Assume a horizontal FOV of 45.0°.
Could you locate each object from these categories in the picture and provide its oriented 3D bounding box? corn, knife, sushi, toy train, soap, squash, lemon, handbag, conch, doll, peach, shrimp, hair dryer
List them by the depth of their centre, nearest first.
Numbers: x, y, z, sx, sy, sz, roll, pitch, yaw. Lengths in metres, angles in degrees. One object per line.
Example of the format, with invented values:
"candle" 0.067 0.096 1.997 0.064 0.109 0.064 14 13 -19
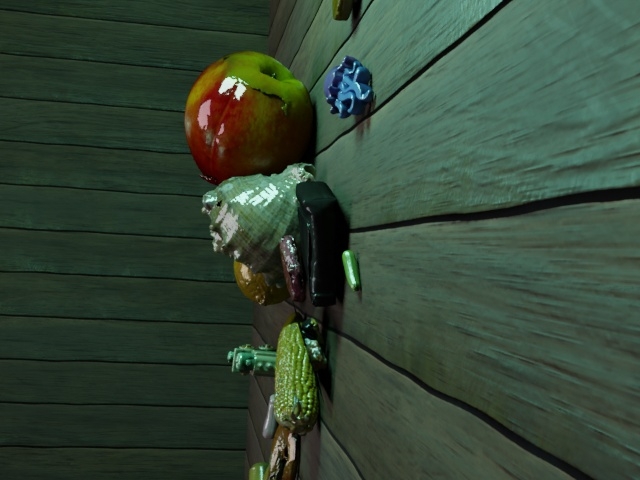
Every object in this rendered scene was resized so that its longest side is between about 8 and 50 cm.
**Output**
"squash" 0.055 0.054 1.349 0.027 0.027 0.089 104 163 -49
"doll" 0.050 -0.271 1.387 0.110 0.067 0.206 -70 24 14
"handbag" 0.000 0.000 1.567 0.247 0.080 0.223 -112 17 -77
"sushi" -0.008 0.223 1.612 0.210 0.040 0.193 -119 11 -80
"corn" -0.059 0.303 1.742 0.293 0.106 0.106 -97 14 -50
"conch" -0.147 -0.038 1.828 0.352 0.210 0.297 -44 70 47
"toy train" -0.127 0.298 1.885 0.125 0.194 0.081 178 99 -75
"soap" -0.076 0.241 1.989 0.140 0.045 0.089 103 -169 -57
"shrimp" -0.093 0.576 1.990 0.150 0.068 0.249 -144 62 -73
"peach" -0.194 -0.295 2.006 0.370 0.370 0.370 -177 90 -81
"lemon" -0.136 0.062 2.049 0.188 0.188 0.257 107 168 -57
"hair dryer" -0.149 0.691 2.280 0.279 0.090 0.135 112 163 -46
"knife" -0.132 0.459 2.409 0.081 0.043 0.336 -98 19 -78

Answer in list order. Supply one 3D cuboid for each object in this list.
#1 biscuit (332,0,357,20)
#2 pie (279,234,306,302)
"biscuit" 0.059 -0.574 1.473 0.197 0.049 0.301 -100 15 -71
"pie" -0.060 0.061 1.657 0.153 0.038 0.153 169 90 -86
